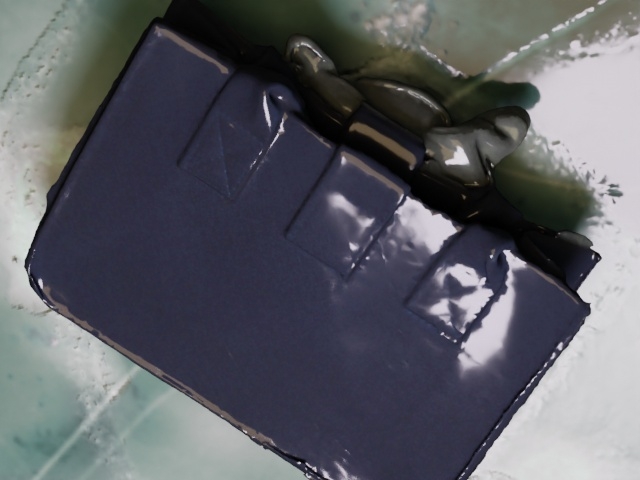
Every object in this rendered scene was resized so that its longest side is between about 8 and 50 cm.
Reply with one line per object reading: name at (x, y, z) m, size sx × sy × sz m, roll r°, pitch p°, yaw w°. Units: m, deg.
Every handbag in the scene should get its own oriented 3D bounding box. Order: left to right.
handbag at (0.000, 0.000, 1.267) m, size 0.326 × 0.118 × 0.269 m, roll 33°, pitch 121°, yaw -2°
